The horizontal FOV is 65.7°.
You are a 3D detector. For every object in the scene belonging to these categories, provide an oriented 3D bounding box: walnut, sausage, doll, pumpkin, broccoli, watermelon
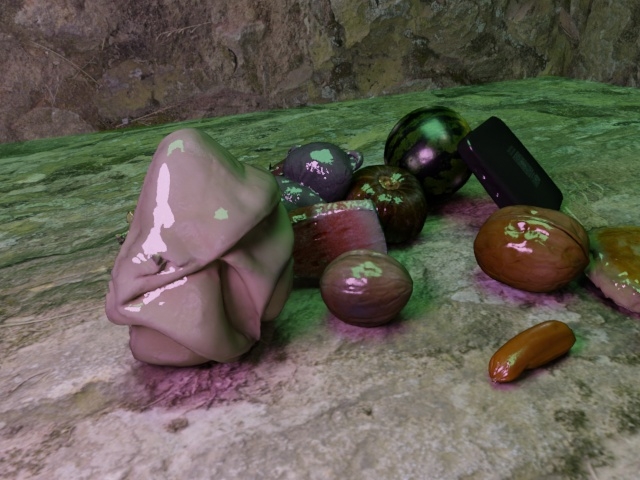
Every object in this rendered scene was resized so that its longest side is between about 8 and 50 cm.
[{"bbox_3d":[0.078,0.082,0.871,0.162,0.140,0.140,15,30,12],"label":"walnut"},{"bbox_3d":[0.322,0.165,0.758,0.183,0.054,0.062,-18,1,-22],"label":"sausage"},{"bbox_3d":[-0.054,-0.074,1.132,0.246,0.340,0.158,23,-8,28],"label":"doll"},{"bbox_3d":[0.147,-0.078,1.185,0.219,0.162,0.219,10,44,-10],"label":"pumpkin"},{"bbox_3d":[-0.450,-0.030,1.223,0.097,0.092,0.095,-30,9,14],"label":"broccoli"},{"bbox_3d":[0.293,-0.227,1.327,0.269,0.268,0.269,-3,26,1],"label":"watermelon"},{"bbox_3d":[0.396,0.015,0.939,0.207,0.167,0.167,13,30,35],"label":"walnut"},{"bbox_3d":[0.000,0.000,0.986,0.257,0.192,0.139,-7,26,-3],"label":"watermelon"}]

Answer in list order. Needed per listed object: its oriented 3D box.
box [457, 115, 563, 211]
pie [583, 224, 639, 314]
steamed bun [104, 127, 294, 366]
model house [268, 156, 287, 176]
[{"bbox_3d":[0.463,-0.162,1.202,0.073,0.289,0.290,-40,-1,40],"label":"box"},{"bbox_3d":[0.661,0.051,0.928,0.339,0.077,0.339,0,28,0],"label":"pie"},{"bbox_3d":[-0.167,0.039,0.803,0.255,0.367,0.342,21,-7,-3],"label":"steamed bun"},{"bbox_3d":[-0.112,-0.094,1.245,0.181,0.176,0.248,12,40,29],"label":"model house"}]
